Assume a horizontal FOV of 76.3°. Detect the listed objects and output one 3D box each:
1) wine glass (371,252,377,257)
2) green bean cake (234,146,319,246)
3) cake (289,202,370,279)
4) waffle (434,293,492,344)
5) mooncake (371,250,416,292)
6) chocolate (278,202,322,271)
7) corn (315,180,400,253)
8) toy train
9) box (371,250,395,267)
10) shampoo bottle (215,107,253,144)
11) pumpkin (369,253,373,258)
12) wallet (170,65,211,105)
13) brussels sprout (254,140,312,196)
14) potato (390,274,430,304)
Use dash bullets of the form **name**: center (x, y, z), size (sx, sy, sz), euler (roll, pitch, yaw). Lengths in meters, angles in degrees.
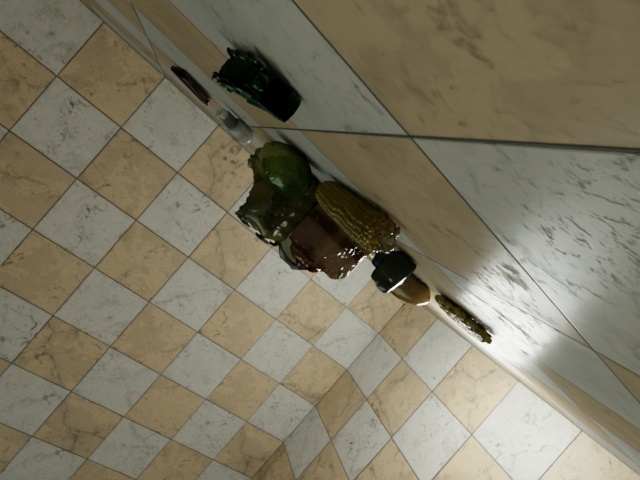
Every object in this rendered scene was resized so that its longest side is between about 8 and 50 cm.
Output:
- **wine glass**: center (0.256, 0.048, 1.931), size (0.198, 0.066, 0.066), euler (40, -179, -19)
- **green bean cake**: center (-0.191, -0.173, 1.503), size (0.285, 0.310, 0.202), euler (39, -178, 17)
- **cake**: center (0.033, 0.007, 1.376), size (0.198, 0.293, 0.196), euler (46, -176, 34)
- **waffle**: center (0.575, 0.320, 1.656), size (0.291, 0.051, 0.291), euler (42, 178, 2)
- **mooncake**: center (0.252, 0.114, 1.438), size (0.104, 0.168, 0.175), euler (42, 165, 13)
- **chocolate**: center (0.000, 0.000, 1.684), size (0.314, 0.325, 0.297), euler (-5, -161, -16)
- **corn**: center (0.085, -0.068, 1.081), size (0.305, 0.106, 0.106), euler (42, -179, 43)
- **toy train**: center (-0.114, -0.264, 0.691), size (0.111, 0.071, 0.170), euler (31, -173, -40)
- **box**: center (0.260, 0.073, 1.626), size (0.074, 0.099, 0.054), euler (40, 166, -28)
- **shampoo bottle**: center (-0.349, -0.467, 1.654), size (0.074, 0.074, 0.192), euler (41, 179, 35)
- **pumpkin**: center (0.286, 0.067, 2.436), size (0.074, 0.054, 0.083), euler (46, -178, -32)
- **wallet**: center (-0.547, -0.663, 1.728), size (0.161, 0.042, 0.195), euler (47, 178, -42)
- **brussels sprout**: center (-0.104, -0.213, 1.207), size (0.181, 0.144, 0.161), euler (29, -141, -16)
- **potato**: center (0.401, 0.216, 1.887), size (0.234, 0.146, 0.150), euler (40, -150, 18)
